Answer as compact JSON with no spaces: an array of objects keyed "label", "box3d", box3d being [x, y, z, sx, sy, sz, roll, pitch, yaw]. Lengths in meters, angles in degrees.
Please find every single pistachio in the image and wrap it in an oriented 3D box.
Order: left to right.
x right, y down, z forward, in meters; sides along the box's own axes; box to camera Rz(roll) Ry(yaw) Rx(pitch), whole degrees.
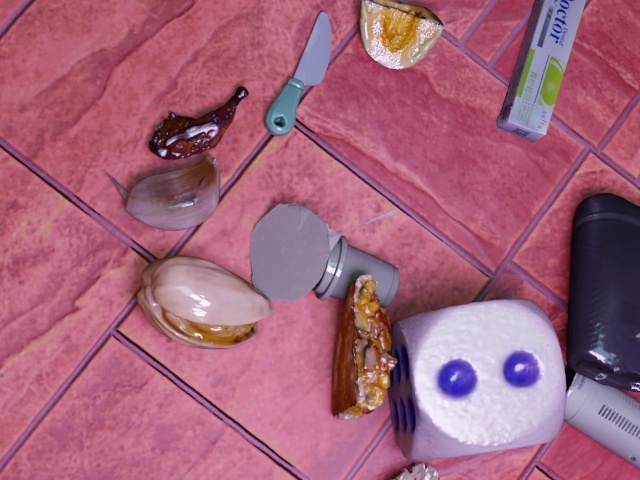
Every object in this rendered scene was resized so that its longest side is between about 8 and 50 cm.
[{"label":"pistachio","box3d":[-0.198,0.106,1.594,0.230,0.157,0.157,20,80,-16]}]

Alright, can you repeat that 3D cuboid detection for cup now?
[{"label":"cup","box3d":[0.062,0.061,1.646,0.141,0.120,0.120,16,80,-17]}]

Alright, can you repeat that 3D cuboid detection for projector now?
[{"label":"projector","box3d":[0.568,0.347,1.661,0.338,0.108,0.108,33,80,-1]}]

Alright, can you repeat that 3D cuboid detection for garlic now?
[{"label":"garlic","box3d":[-0.272,-0.080,1.644,0.198,0.090,0.128,-11,68,-2]}]

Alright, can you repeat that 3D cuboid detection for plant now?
[{"label":"plant","box3d":[0.166,0.447,1.591,0.117,0.104,0.122,-20,44,-16]}]

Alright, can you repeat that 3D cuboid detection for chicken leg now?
[{"label":"chicken leg","box3d":[-0.214,-0.208,1.680,0.205,0.053,0.093,-20,70,-13]}]

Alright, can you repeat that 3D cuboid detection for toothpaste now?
[{"label":"toothpaste","box3d":[0.424,-0.358,1.766,0.081,0.067,0.336,20,80,-7]}]

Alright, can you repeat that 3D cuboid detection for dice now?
[{"label":"dice","box3d":[0.251,0.236,1.566,0.251,0.259,0.243,-7,81,-7]}]

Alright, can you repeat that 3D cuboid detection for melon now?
[{"label":"melon","box3d":[0.137,-0.385,1.736,0.160,0.079,0.128,19,100,-5]}]

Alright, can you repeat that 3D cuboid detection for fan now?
[{"label":"fan","box3d":[0.001,0.000,1.596,0.310,0.010,0.182,-19,70,30]}]

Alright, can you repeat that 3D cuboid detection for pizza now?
[{"label":"pizza","box3d":[0.077,0.205,1.543,0.081,0.228,0.289,5,110,-8]}]

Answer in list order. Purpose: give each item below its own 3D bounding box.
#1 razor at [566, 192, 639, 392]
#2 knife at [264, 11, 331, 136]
[{"label":"razor","box3d":[0.537,0.089,1.648,0.205,0.113,0.349,16,61,-8]},{"label":"knife","box3d":[-0.027,-0.306,1.724,0.063,0.034,0.260,28,76,-6]}]
